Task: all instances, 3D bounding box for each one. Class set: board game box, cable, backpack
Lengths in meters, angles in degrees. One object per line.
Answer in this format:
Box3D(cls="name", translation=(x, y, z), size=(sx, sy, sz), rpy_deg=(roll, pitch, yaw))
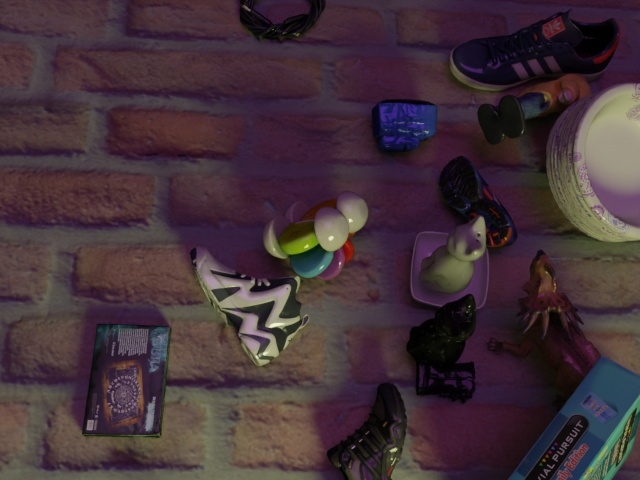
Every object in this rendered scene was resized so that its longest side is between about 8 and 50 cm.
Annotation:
Box3D(cls="board game box", translation=(-0.321, 0.233, 1.172), size=(0.126, 0.026, 0.186), rpy_deg=(3, 67, -4))
Box3D(cls="cable", translation=(-0.079, -0.497, 1.480), size=(0.185, 0.047, 0.150), rpy_deg=(-2, 68, -6))
Box3D(cls="backpack", translation=(0.167, -0.224, 1.365), size=(0.120, 0.098, 0.101), rpy_deg=(-4, 97, -6))
Box3D(cls="board game box", translation=(0.356, 0.370, 1.047), size=(0.079, 0.253, 0.336), rpy_deg=(31, 66, 34))

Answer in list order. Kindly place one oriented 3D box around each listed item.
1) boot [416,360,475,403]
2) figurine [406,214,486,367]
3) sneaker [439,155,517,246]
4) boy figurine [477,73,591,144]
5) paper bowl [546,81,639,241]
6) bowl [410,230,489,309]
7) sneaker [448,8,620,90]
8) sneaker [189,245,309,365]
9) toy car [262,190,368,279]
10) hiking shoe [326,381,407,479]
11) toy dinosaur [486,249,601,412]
Box3D(cls="boot", translation=(0.217, 0.219, 1.212), size=(0.099, 0.045, 0.121), rpy_deg=(3, 75, -1))
Box3D(cls="figurine", translation=(0.215, 0.081, 1.124), size=(0.092, 0.209, 0.214), rpy_deg=(12, 70, 0))
Box3D(cls="sneaker", translation=(0.299, -0.068, 1.325), size=(0.083, 0.087, 0.221), rpy_deg=(-38, 55, 24))
Box3D(cls="boy figurine", translation=(0.431, -0.264, 1.377), size=(0.285, 0.177, 0.092), rpy_deg=(-20, 94, -37))
Box3D(cls="paper bowl", translation=(0.549, -0.138, 1.304), size=(0.284, 0.148, 0.284), rpy_deg=(2, 85, -19))
Box3D(cls="bowl", translation=(0.231, 0.062, 1.273), size=(0.142, 0.053, 0.142), rpy_deg=(9, 66, -1))
Box3D(cls="sneaker", translation=(0.441, -0.402, 1.429), size=(0.350, 0.148, 0.131), rpy_deg=(-8, 69, -7))
Box3D(cls="sneaker", translation=(-0.111, 0.082, 1.216), size=(0.153, 0.094, 0.235), rpy_deg=(-33, 74, -18))
Box3D(cls="toy car", translation=(0.000, 0.000, 1.232), size=(0.182, 0.159, 0.136), rpy_deg=(-41, 116, -54))
Box3D(cls="hiking shoe", translation=(0.071, 0.335, 1.130), size=(0.114, 0.086, 0.226), rpy_deg=(13, 68, -3))
Box3D(cls="toy dinosaur", translation=(0.409, 0.179, 1.160), size=(0.127, 0.200, 0.295), rpy_deg=(-39, 76, -18))
